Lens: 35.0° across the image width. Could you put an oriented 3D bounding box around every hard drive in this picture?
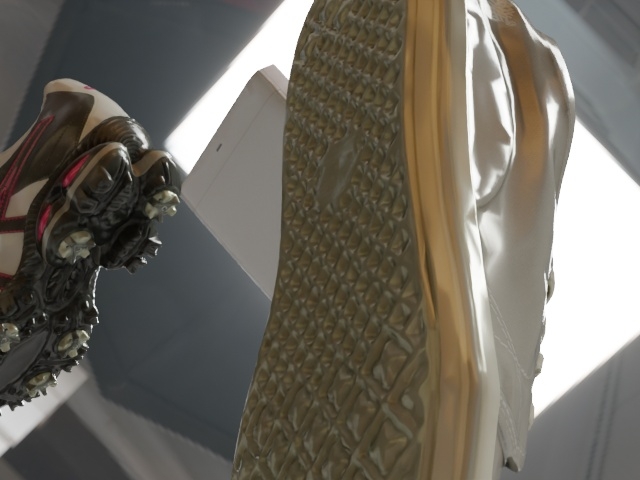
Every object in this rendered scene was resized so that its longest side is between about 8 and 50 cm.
[{"bbox_3d":[0.000,0.000,1.030,0.040,0.307,0.203,-32,167,-46],"label":"hard drive"}]

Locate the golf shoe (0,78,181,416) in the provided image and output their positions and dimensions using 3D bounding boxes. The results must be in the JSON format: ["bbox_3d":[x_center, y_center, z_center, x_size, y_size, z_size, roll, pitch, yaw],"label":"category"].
[{"bbox_3d":[-0.205,0.018,0.698,0.273,0.120,0.105,-49,149,14],"label":"golf shoe"}]

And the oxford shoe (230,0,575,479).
[{"bbox_3d":[0.049,0.044,0.472,0.169,0.130,0.449,-31,-136,48],"label":"oxford shoe"}]
